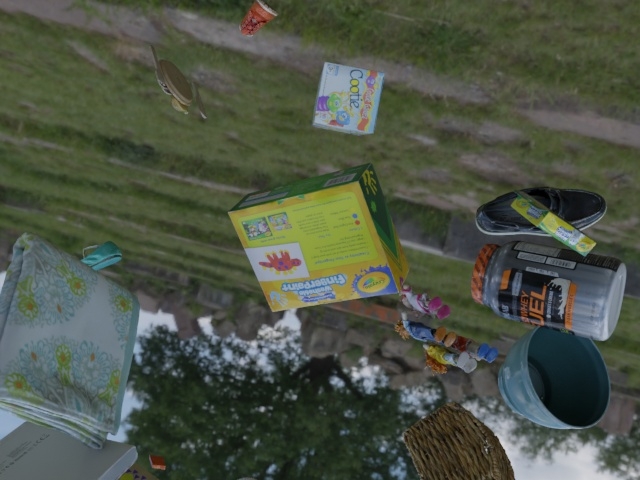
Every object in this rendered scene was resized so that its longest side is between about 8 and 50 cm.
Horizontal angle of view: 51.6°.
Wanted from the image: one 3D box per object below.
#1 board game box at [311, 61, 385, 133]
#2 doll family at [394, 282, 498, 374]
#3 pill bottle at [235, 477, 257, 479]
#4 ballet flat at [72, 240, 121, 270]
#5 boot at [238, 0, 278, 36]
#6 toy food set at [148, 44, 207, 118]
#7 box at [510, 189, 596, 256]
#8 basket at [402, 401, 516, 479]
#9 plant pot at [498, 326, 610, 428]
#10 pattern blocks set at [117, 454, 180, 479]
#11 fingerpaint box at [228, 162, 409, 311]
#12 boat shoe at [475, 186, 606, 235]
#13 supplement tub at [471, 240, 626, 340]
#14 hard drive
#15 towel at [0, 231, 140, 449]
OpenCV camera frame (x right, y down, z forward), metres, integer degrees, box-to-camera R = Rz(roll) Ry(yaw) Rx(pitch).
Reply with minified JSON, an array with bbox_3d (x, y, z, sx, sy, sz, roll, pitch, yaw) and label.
[{"bbox_3d":[0.060,-0.343,1.634,0.142,0.144,0.275,10,-173,-4],"label":"board game box"},{"bbox_3d":[0.245,0.214,1.454,0.263,0.118,0.163,43,166,-19],"label":"doll family"},{"bbox_3d":[-0.141,0.646,1.503,0.117,0.117,0.215,13,138,47],"label":"pill bottle"},{"bbox_3d":[-0.773,0.075,2.175,0.247,0.087,0.083,-28,164,0],"label":"ballet flat"},{"bbox_3d":[-0.146,-0.504,1.510,0.059,0.084,0.158,38,-179,-16],"label":"boot"},{"bbox_3d":[-0.348,-0.364,1.560,0.039,0.132,0.192,-28,153,14],"label":"toy food set"},{"bbox_3d":[0.466,-0.038,1.345,0.179,0.043,0.105,29,-165,-28],"label":"box"},{"bbox_3d":[0.380,0.583,1.661,0.223,0.213,0.299,47,-169,-31],"label":"basket"},{"bbox_3d":[0.624,0.389,1.848,0.293,0.293,0.196,15,151,-21],"label":"plant pot"},{"bbox_3d":[-0.617,0.799,2.155,0.325,0.026,0.285,28,-147,34],"label":"pattern blocks set"},{"bbox_3d":[0.000,0.000,2.034,0.445,0.371,0.163,-12,-158,27],"label":"fingerpaint box"},{"bbox_3d":[0.586,-0.086,1.757,0.340,0.127,0.113,-1,163,12],"label":"boat shoe"},{"bbox_3d":[0.532,0.109,1.558,0.316,0.193,0.194,12,177,33],"label":"supplement tub"},{"bbox_3d":[-0.563,0.466,1.361,0.308,0.040,0.203,4,-158,25],"label":"hard drive"},{"bbox_3d":[-0.522,0.208,1.369,0.090,0.374,0.320,-17,142,20],"label":"towel"}]
